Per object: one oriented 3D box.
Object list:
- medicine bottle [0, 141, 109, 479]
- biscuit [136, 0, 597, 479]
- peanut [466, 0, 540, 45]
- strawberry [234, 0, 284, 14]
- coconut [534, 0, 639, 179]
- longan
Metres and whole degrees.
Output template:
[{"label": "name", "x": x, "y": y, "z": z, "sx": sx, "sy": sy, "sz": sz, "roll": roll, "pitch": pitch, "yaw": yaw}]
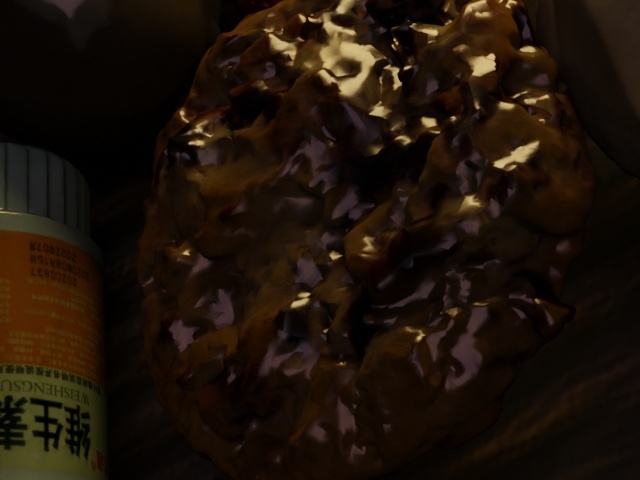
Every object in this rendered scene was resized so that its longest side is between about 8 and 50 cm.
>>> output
[{"label": "medicine bottle", "x": -0.213, "y": 0.105, "z": 0.829, "sx": 0.158, "sy": 0.158, "sz": 0.318, "roll": -11, "pitch": 65, "yaw": 10}, {"label": "biscuit", "x": 0.009, "y": -0.025, "z": 0.748, "sx": 0.289, "sy": 0.081, "sz": 0.334, "roll": -20, "pitch": 56, "yaw": 26}, {"label": "peanut", "x": 0.118, "y": -0.180, "z": 0.880, "sx": 0.159, "sy": 0.109, "sz": 0.140, "roll": -48, "pitch": 52, "yaw": -6}, {"label": "strawberry", "x": -0.055, "y": -0.246, "z": 0.978, "sx": 0.188, "sy": 0.082, "sz": 0.121, "roll": 36, "pitch": 84, "yaw": 22}, {"label": "coconut", "x": 0.282, "y": -0.160, "z": 0.710, "sx": 0.323, "sy": 0.323, "sz": 0.322, "roll": -5, "pitch": 67, "yaw": 13}, {"label": "longan", "x": -0.166, "y": -0.155, "z": 0.902, "sx": 0.197, "sy": 0.196, "sz": 0.220, "roll": -15, "pitch": 47, "yaw": 9}]
